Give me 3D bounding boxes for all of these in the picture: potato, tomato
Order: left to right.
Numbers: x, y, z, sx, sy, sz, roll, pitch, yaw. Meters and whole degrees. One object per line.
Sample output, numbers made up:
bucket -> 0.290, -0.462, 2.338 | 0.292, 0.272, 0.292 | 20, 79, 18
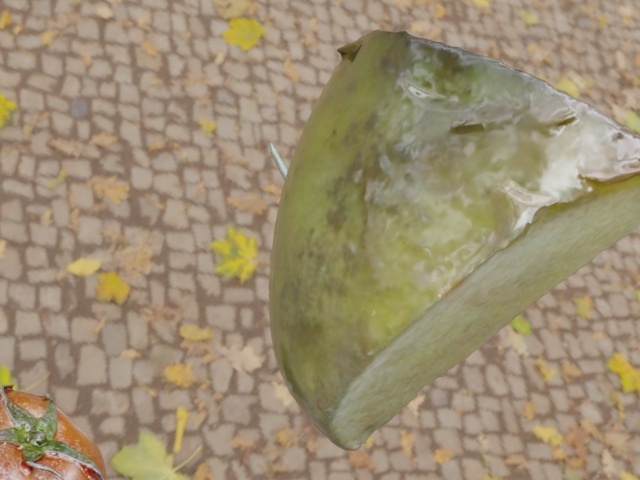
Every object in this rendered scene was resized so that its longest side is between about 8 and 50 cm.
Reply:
tomato -> -0.266, 0.218, 0.877 | 0.167, 0.167, 0.167 | 16, 51, -20
potato -> 0.047, 0.012, 0.651 | 0.112, 0.255, 0.269 | 26, 2, -45

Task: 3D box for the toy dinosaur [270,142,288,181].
toy dinosaur -> -0.004, 0.001, 0.977 | 0.044, 0.106, 0.187 | -27, 50, -19
